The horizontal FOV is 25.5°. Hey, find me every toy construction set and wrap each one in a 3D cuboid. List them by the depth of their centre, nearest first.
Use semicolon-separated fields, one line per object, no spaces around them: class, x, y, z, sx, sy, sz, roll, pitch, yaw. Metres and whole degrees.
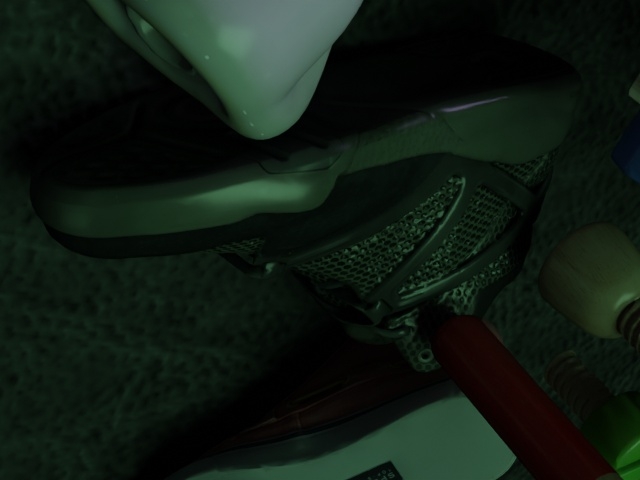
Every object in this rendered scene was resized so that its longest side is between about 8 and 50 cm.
toy construction set;0.224;0.025;0.479;0.309;0.237;0.257;-39;140;1

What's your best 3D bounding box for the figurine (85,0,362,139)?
figurine;-0.008;-0.167;0.412;0.209;0.092;0.215;-47;139;-8

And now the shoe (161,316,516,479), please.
shoe;0.002;0.089;0.619;0.178;0.081;0.063;-23;113;14

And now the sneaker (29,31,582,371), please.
sneaker;0.000;0.000;0.533;0.228;0.087;0.130;-15;122;-38
